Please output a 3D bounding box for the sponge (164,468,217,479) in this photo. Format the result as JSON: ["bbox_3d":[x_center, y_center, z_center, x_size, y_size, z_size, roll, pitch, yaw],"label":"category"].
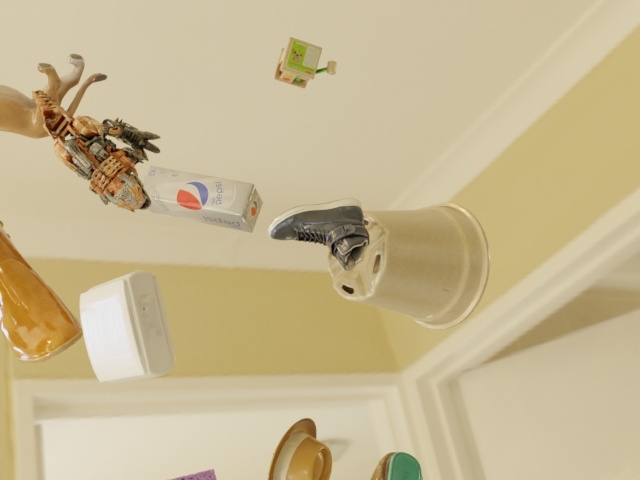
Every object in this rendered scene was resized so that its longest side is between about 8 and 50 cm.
[{"bbox_3d":[-0.282,0.417,1.488,0.210,0.031,0.117,2,-27,-46],"label":"sponge"}]

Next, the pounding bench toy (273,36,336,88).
[{"bbox_3d":[-0.022,-0.266,1.414,0.083,0.052,0.065,16,-10,-13],"label":"pounding bench toy"}]

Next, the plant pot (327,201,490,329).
[{"bbox_3d":[0.199,0.049,2.304,0.305,0.334,0.334,8,-34,-39],"label":"plant pot"}]

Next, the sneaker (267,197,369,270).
[{"bbox_3d":[0.000,-0.001,2.089,0.226,0.163,0.086,-14,-35,-1],"label":"sneaker"}]

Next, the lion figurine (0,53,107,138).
[{"bbox_3d":[-0.652,-0.276,1.885,0.392,0.142,0.240,9,-62,-17],"label":"lion figurine"}]

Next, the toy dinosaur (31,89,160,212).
[{"bbox_3d":[-0.414,-0.175,1.698,0.164,0.322,0.218,-29,-13,13],"label":"toy dinosaur"}]

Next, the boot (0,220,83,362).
[{"bbox_3d":[-0.481,0.066,1.427,0.104,0.211,0.295,-32,22,-25],"label":"boot"}]

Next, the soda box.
[{"bbox_3d":[-0.292,-0.102,2.238,0.286,0.091,0.098,11,-23,17],"label":"soda box"}]

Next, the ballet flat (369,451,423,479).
[{"bbox_3d":[0.102,0.516,1.535,0.116,0.342,0.124,25,-47,-15],"label":"ballet flat"}]

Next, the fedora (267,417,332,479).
[{"bbox_3d":[-0.031,0.448,1.799,0.079,0.194,0.194,14,-15,29],"label":"fedora"}]

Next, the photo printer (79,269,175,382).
[{"bbox_3d":[-0.489,0.222,2.271,0.107,0.256,0.307,-11,-5,-40],"label":"photo printer"}]
